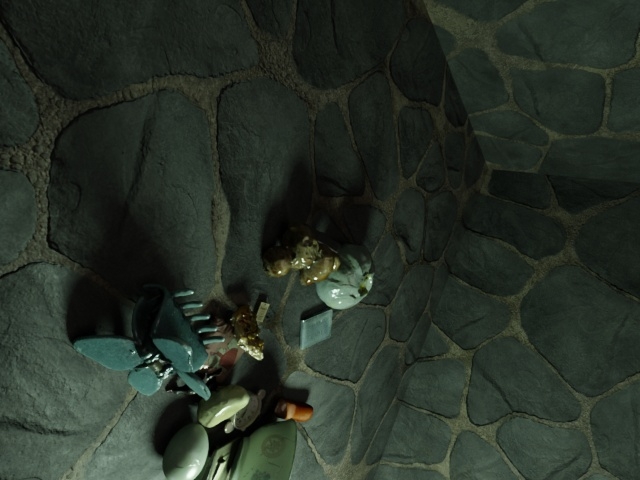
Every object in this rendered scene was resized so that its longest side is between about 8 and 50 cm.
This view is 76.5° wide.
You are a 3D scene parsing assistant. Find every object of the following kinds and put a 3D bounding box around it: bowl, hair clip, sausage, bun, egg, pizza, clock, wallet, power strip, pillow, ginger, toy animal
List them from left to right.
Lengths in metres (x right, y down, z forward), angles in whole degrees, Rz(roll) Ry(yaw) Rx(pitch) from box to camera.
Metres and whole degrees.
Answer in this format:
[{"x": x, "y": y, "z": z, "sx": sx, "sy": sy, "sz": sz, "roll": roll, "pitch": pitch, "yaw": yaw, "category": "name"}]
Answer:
[{"x": -0.469, "y": 0.312, "z": 1.262, "sx": 0.238, "sy": 0.393, "sz": 0.318, "roll": -74, "pitch": 150, "yaw": -48, "category": "hair clip"}, {"x": -0.489, "y": 0.776, "z": 1.483, "sx": 0.151, "sy": 0.151, "sz": 0.209, "roll": 30, "pitch": 76, "yaw": -51, "category": "egg"}, {"x": -0.454, "y": 0.524, "z": 1.477, "sx": 0.203, "sy": 0.070, "sz": 0.105, "roll": -10, "pitch": 124, "yaw": -14, "category": "toy animal"}, {"x": -0.436, "y": 0.928, "z": 1.635, "sx": 0.251, "sy": 0.092, "sz": 0.256, "roll": 66, "pitch": 46, "yaw": -76, "category": "power strip"}, {"x": -0.384, "y": 0.423, "z": 1.548, "sx": 0.223, "sy": 0.084, "sz": 0.236, "roll": -60, "pitch": 138, "yaw": -17, "category": "pillow"}, {"x": -0.384, "y": 0.617, "z": 1.566, "sx": 0.222, "sy": 0.127, "sz": 0.222, "roll": -30, "pitch": 154, "yaw": -16, "category": "bun"}, {"x": -0.328, "y": 0.723, "z": 1.738, "sx": 0.229, "sy": 0.063, "sz": 0.155, "roll": -40, "pitch": 133, "yaw": -33, "category": "clock"}, {"x": -0.276, "y": 0.356, "z": 1.582, "sx": 0.147, "sy": 0.069, "sz": 0.226, "roll": 23, "pitch": 45, "yaw": -67, "category": "pizza"}, {"x": -0.266, "y": 0.957, "z": 1.727, "sx": 0.196, "sy": 0.435, "sz": 0.434, "roll": 22, "pitch": 83, "yaw": -8, "category": "bowl"}, {"x": -0.136, "y": 0.832, "z": 1.992, "sx": 0.300, "sy": 0.083, "sz": 0.089, "roll": 38, "pitch": 78, "yaw": -46, "category": "sausage"}, {"x": -0.063, "y": 0.073, "z": 1.741, "sx": 0.375, "sy": 0.176, "sz": 0.256, "roll": 24, "pitch": 88, "yaw": -40, "category": "ginger"}, {"x": -0.021, "y": 0.439, "z": 2.037, "sx": 0.222, "sy": 0.036, "sz": 0.167, "roll": -12, "pitch": 111, "yaw": -48, "category": "wallet"}, {"x": 0.141, "y": 0.176, "z": 2.008, "sx": 0.362, "sy": 0.211, "sz": 0.361, "roll": -23, "pitch": 120, "yaw": -46, "category": "bun"}]

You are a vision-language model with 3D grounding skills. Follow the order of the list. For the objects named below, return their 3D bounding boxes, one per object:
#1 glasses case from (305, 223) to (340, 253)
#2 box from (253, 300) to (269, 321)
[{"x": 0.001, "y": 0.000, "z": 1.855, "sx": 0.191, "sy": 0.042, "sz": 0.072, "roll": 31, "pitch": 69, "yaw": -22, "category": "glasses case"}, {"x": -0.254, "y": 0.299, "z": 1.715, "sx": 0.053, "sy": 0.024, "sz": 0.083, "roll": 31, "pitch": 76, "yaw": -51, "category": "box"}]
